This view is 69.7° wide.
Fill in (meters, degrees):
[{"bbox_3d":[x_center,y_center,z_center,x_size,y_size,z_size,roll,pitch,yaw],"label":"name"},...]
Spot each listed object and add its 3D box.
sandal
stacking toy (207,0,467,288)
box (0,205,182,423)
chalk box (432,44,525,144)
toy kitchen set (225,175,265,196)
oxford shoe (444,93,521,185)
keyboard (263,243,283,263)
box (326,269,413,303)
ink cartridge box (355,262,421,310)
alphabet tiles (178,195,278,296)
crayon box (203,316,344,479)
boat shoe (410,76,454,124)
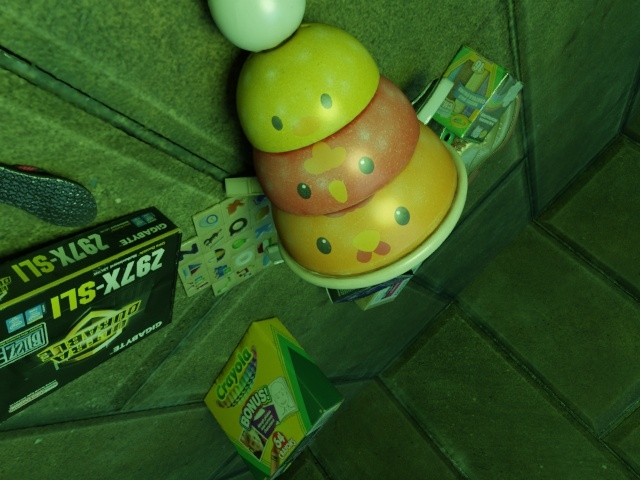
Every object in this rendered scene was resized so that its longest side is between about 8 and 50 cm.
[{"bbox_3d":[-0.372,-0.068,0.584,0.179,0.040,0.067,23,106,-45],"label":"sandal"},{"bbox_3d":[-0.013,-0.183,0.676,0.351,0.350,0.480,-41,131,-4],"label":"stacking toy"},{"bbox_3d":[-0.379,0.111,0.722,0.322,0.079,0.257,-31,151,-44],"label":"box"},{"bbox_3d":[0.339,-0.314,1.073,0.132,0.132,0.213,-4,135,-52],"label":"chalk box"},{"bbox_3d":[-0.127,-0.120,0.845,0.083,0.075,0.068,-59,145,-77],"label":"toy kitchen set"},{"bbox_3d":[0.409,-0.267,1.245,0.130,0.123,0.348,-13,139,-36],"label":"oxford shoe"},{"bbox_3d":[0.000,0.000,1.058,0.256,0.072,0.014,-18,125,-19],"label":"keyboard"},{"bbox_3d":[0.133,0.093,1.322,0.207,0.108,0.153,-30,161,32],"label":"box"},{"bbox_3d":[0.234,0.120,1.596,0.193,0.088,0.234,-7,135,-48],"label":"ink cartridge box"},{"bbox_3d":[-0.147,-0.011,0.986,0.343,0.011,0.285,-31,150,-23],"label":"alphabet tiles"},{"bbox_3d":[-0.149,0.457,1.316,0.106,0.313,0.362,-6,135,-54],"label":"crayon box"},{"bbox_3d":[0.137,-0.227,0.954,0.306,0.105,0.113,-47,-177,28],"label":"boat shoe"}]
